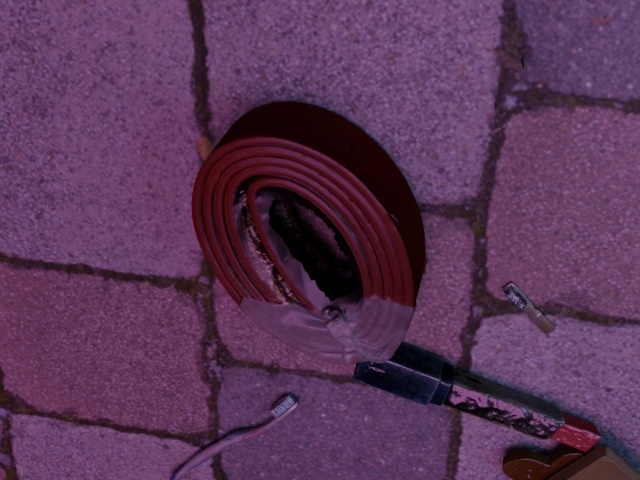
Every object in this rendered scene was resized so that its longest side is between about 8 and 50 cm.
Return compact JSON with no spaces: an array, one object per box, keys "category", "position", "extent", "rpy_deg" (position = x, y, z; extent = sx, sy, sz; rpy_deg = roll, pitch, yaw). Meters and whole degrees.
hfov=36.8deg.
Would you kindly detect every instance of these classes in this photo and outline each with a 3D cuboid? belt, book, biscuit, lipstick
[{"category":"belt","position":[0.000,0.000,1.098],"extent":[0.227,0.115,0.324],"rpy_deg":[-28,110,27]},{"category":"book","position":[0.333,0.369,1.243],"extent":[0.161,0.026,0.231],"rpy_deg":[39,122,-12]},{"category":"biscuit","position":[0.315,0.352,1.269],"extent":[0.138,0.031,0.205],"rpy_deg":[-12,116,20]},{"category":"lipstick","position":[0.196,0.196,1.201],"extent":[0.312,0.051,0.051],"rpy_deg":[20,120,0]}]

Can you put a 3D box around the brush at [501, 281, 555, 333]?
[{"category":"brush","position":[0.248,0.083,1.144],"extent":[0.016,0.013,0.083],"rpy_deg":[-39,106,27]}]

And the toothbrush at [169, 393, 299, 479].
[{"category":"toothbrush","position":[-0.127,0.283,1.346],"extent":[0.269,0.021,0.027],"rpy_deg":[-37,93,28]}]
